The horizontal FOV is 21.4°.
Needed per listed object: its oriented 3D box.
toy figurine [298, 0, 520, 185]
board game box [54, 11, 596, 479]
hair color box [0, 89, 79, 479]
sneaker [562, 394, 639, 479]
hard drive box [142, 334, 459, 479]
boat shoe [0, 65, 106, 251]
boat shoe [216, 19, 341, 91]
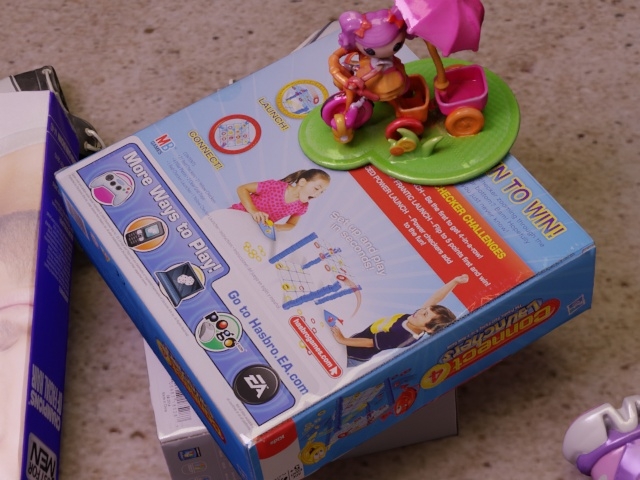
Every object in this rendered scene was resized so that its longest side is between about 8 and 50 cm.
[{"bbox_3d":[0.060,-0.137,1.254,0.173,0.159,0.130,-7,52,2],"label":"toy figurine"},{"bbox_3d":[0.000,0.000,1.312,0.302,0.086,0.308,-28,54,-15],"label":"board game box"},{"bbox_3d":[-0.302,0.053,1.358,0.185,0.110,0.339,-2,70,6],"label":"hair color box"},{"bbox_3d":[0.307,0.153,1.275,0.236,0.095,0.105,-20,60,-2],"label":"sneaker"},{"bbox_3d":[-0.022,0.085,1.360,0.232,0.089,0.181,-12,52,-2],"label":"hard drive box"},{"bbox_3d":[-0.230,-0.082,1.519,0.070,0.078,0.219,-24,52,-10],"label":"boat shoe"},{"bbox_3d":[-0.059,-0.103,1.509,0.088,0.096,0.267,27,69,19],"label":"boat shoe"}]
